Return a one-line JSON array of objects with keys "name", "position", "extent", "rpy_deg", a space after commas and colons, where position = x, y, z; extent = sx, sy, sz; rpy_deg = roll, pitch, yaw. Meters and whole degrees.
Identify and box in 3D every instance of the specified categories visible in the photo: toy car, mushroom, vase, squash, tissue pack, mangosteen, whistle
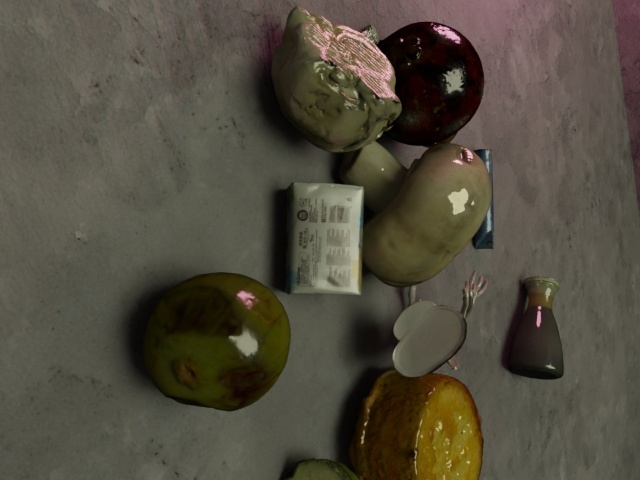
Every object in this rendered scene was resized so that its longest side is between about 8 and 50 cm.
[{"name": "toy car", "position": [0.107, -0.481, 1.450], "extent": [0.122, 0.035, 0.059], "rpy_deg": [-54, 126, -42]}, {"name": "mushroom", "position": [0.212, -0.061, 1.357], "extent": [0.353, 0.353, 0.325], "rpy_deg": [33, 51, -41]}, {"name": "vase", "position": [0.727, 0.289, 1.995], "extent": [0.173, 0.173, 0.321], "rpy_deg": [31, 62, -41]}, {"name": "squash", "position": [0.019, 0.558, 1.207], "extent": [0.133, 0.220, 0.220], "rpy_deg": [27, 70, -39]}, {"name": "tissue pack", "position": [0.000, 0.000, 1.274], "extent": [0.159, 0.145, 0.230], "rpy_deg": [1, 87, -13]}, {"name": "mangosteen", "position": [0.242, -0.360, 1.421], "extent": [0.311, 0.311, 0.311], "rpy_deg": [1, 88, -46]}, {"name": "whistle", "position": [0.502, -0.126, 1.833], "extent": [0.062, 0.062, 0.304], "rpy_deg": [-1, 90, -46]}]

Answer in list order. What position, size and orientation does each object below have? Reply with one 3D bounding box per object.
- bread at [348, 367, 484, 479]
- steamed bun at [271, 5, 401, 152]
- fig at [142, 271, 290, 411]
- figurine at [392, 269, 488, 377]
[{"name": "bread", "position": [0.235, 0.489, 1.437], "extent": [0.398, 0.215, 0.398], "rpy_deg": [9, 78, -49]}, {"name": "steamed bun", "position": [0.016, -0.312, 1.246], "extent": [0.268, 0.207, 0.280], "rpy_deg": [16, 45, -34]}, {"name": "fig", "position": [-0.167, 0.162, 1.027], "extent": [0.271, 0.239, 0.240], "rpy_deg": [-50, 129, -72]}, {"name": "figurine", "position": [0.285, 0.190, 1.442], "extent": [0.315, 0.206, 0.284], "rpy_deg": [35, 69, -78]}]
